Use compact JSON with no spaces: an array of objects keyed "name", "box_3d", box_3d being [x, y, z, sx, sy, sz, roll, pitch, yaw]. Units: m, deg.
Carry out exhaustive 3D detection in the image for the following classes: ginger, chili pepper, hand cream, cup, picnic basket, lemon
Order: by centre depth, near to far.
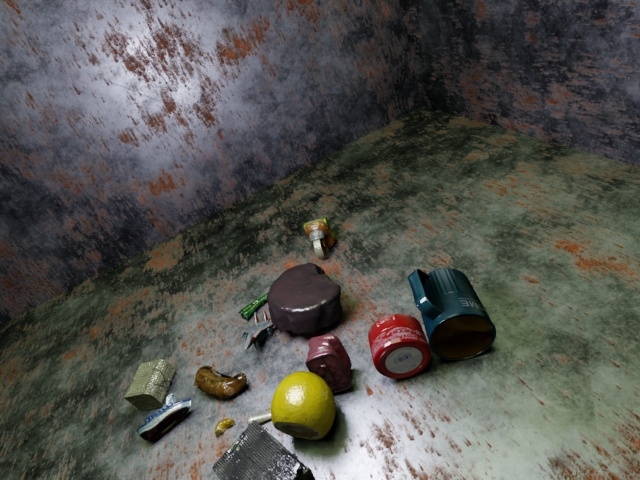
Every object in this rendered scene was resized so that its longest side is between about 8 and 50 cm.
[{"name":"lemon","box_3d":[-0.060,0.600,1.485,0.240,0.240,0.219,-9,45,23]},{"name":"hand cream","box_3d":[0.301,0.408,1.536,0.230,0.230,0.149,-20,31,7]},{"name":"cup","box_3d":[0.485,0.274,1.573,0.308,0.242,0.292,7,33,-4]},{"name":"hand cream","box_3d":[-0.229,0.715,1.633,0.143,0.039,0.061,-19,26,-8]},{"name":"ginger","box_3d":[-0.471,0.644,1.825,0.309,0.107,0.133,4,19,38]},{"name":"picnic basket","box_3d":[-0.811,0.696,1.940,0.154,0.134,0.196,-17,33,17]},{"name":"chili pepper","box_3d":[-0.343,0.343,2.205,0.227,0.059,0.088,-40,31,-25]}]

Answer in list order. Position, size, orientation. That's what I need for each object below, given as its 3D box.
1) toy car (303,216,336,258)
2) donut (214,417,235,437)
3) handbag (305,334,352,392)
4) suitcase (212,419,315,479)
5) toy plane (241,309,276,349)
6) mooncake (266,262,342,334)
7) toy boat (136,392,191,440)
[{"name":"toy car","box_3d":[0.000,0.000,2.336,0.145,0.235,0.235,-15,34,15]},{"name":"donut","box_3d":[-0.398,0.769,1.656,0.083,0.038,0.067,-17,31,15]},{"name":"handbag","box_3d":[0.037,0.492,1.592,0.146,0.225,0.135,-17,26,15]},{"name":"suitcase","box_3d":[-0.188,0.811,1.366,0.335,0.152,0.229,14,47,47]},{"name":"toy plane","box_3d":[-0.309,0.456,1.954,0.223,0.104,0.326,-17,18,13]},{"name":"mooncake","box_3d":[-0.081,0.290,1.951,0.351,0.212,0.381,-12,29,-6]},{"name":"toy boat","box_3d":[-0.692,0.770,1.768,0.262,0.114,0.115,-39,48,-14]}]
